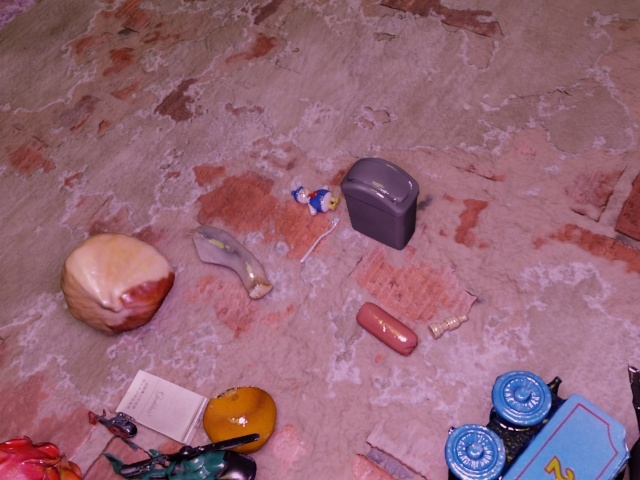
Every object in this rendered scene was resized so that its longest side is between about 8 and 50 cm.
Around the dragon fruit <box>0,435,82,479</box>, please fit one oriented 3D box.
[{"bbox_3d":[-0.593,0.513,1.104,0.307,0.228,0.243,-13,62,-2],"label":"dragon fruit"}]

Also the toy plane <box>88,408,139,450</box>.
[{"bbox_3d":[-0.466,0.417,1.240,0.145,0.060,0.037,19,26,15],"label":"toy plane"}]

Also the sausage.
[{"bbox_3d":[0.152,0.202,1.258,0.154,0.062,0.062,34,70,26],"label":"sausage"}]

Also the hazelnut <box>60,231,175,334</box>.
[{"bbox_3d":[-0.490,0.106,1.313,0.260,0.261,0.241,-12,27,2],"label":"hazelnut"}]

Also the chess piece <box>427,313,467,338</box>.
[{"bbox_3d":[0.294,0.192,1.259,0.092,0.035,0.035,-23,58,-9],"label":"chess piece"}]

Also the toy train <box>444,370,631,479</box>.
[{"bbox_3d":[0.393,0.406,1.012,0.300,0.188,0.265,-41,54,-18],"label":"toy train"}]

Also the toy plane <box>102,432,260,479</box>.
[{"bbox_3d":[-0.267,0.467,1.111,0.381,0.155,0.106,-12,31,25],"label":"toy plane"}]

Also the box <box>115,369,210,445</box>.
[{"bbox_3d":[-0.360,0.380,1.258,0.198,0.029,0.109,16,63,20],"label":"box"}]

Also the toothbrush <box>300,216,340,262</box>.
[{"bbox_3d":[0.000,0.000,1.435,0.017,0.014,0.162,35,70,11],"label":"toothbrush"}]

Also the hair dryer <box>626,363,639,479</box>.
[{"bbox_3d":[0.598,0.298,0.974,0.120,0.359,0.304,1,47,44],"label":"hair dryer"}]

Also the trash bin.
[{"bbox_3d":[0.146,-0.091,1.333,0.176,0.236,0.101,25,67,22],"label":"trash bin"}]

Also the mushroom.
[{"bbox_3d":[-0.227,0.047,1.400,0.278,0.099,0.096,34,75,22],"label":"mushroom"}]

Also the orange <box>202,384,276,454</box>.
[{"bbox_3d":[-0.170,0.383,1.172,0.156,0.134,0.156,-3,17,1],"label":"orange"}]

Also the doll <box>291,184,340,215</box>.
[{"bbox_3d":[-0.017,-0.113,1.483,0.142,0.058,0.099,17,64,25],"label":"doll"}]
